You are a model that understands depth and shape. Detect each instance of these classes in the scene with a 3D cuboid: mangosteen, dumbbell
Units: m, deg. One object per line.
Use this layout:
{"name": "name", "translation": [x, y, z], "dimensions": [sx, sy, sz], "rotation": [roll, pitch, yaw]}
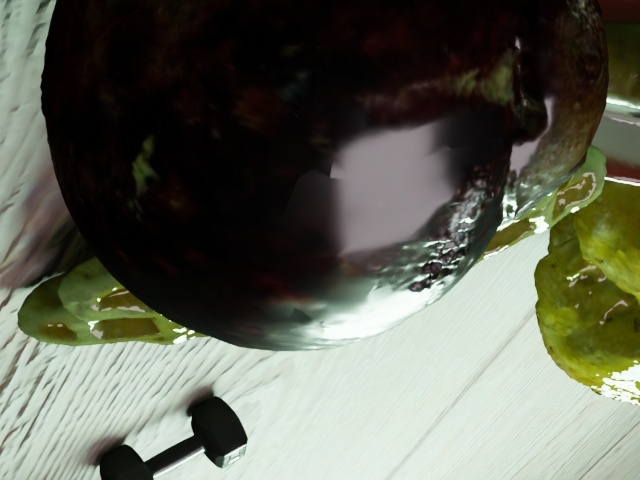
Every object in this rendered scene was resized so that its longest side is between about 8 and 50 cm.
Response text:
{"name": "mangosteen", "translation": [0.005, -0.049, 0.503], "dimensions": [0.184, 0.172, 0.172], "rotation": [-11, 150, -52]}
{"name": "dumbbell", "translation": [-0.081, 0.121, 0.928], "dimensions": [0.083, 0.040, 0.036], "rotation": [-27, 128, -20]}

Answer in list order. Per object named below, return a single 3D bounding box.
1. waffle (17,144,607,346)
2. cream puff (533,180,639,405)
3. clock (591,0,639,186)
{"name": "waffle", "translation": [0.000, 0.000, 0.704], "dimensions": [0.214, 0.054, 0.207], "rotation": [-24, 163, 39]}
{"name": "cream puff", "translation": [0.243, -0.004, 0.979], "dimensions": [0.244, 0.196, 0.244], "rotation": [-46, 149, -38]}
{"name": "clock", "translation": [0.214, -0.079, 0.691], "dimensions": [0.318, 0.080, 0.318], "rotation": [5, 173, 1]}
